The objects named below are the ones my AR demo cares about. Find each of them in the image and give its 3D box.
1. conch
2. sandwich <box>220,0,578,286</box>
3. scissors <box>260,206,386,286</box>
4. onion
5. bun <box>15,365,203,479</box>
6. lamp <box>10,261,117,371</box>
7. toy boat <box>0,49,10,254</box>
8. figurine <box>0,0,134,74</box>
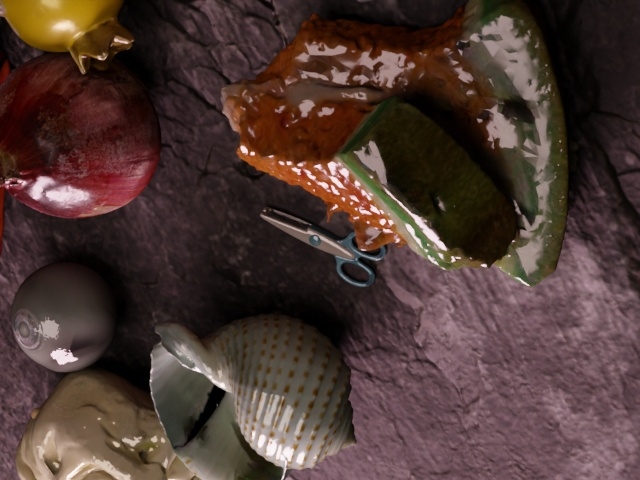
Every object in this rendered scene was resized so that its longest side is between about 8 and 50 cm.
[{"bbox_3d":[-0.054,0.137,1.843,0.200,0.131,0.172,43,135,20],"label":"conch"},{"bbox_3d":[0.057,-0.089,1.650,0.301,0.162,0.250,8,115,18],"label":"sandwich"},{"bbox_3d":[0.000,0.000,1.811,0.119,0.014,0.058,25,123,7],"label":"scissors"},{"bbox_3d":[-0.233,-0.087,1.764,0.159,0.195,0.159,10,111,26],"label":"onion"},{"bbox_3d":[-0.194,0.233,1.950,0.229,0.145,0.229,9,119,16],"label":"bun"},{"bbox_3d":[-0.244,0.073,1.908,0.105,0.105,0.105,11,120,19],"label":"lamp"},{"bbox_3d":[-0.376,-0.034,1.878,0.133,0.145,0.332,12,126,4],"label":"toy boat"},{"bbox_3d":[-0.266,-0.240,1.737,0.185,0.127,0.234,-24,106,33],"label":"figurine"}]
